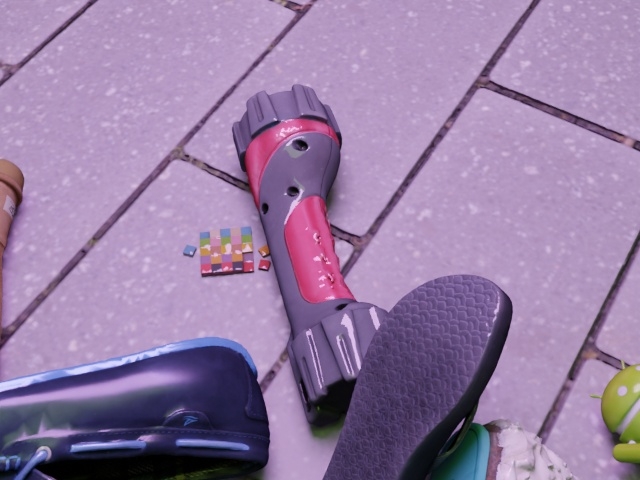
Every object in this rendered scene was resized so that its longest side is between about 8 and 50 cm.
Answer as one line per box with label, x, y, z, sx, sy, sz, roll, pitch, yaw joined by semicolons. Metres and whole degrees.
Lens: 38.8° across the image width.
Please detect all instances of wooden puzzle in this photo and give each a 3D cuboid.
wooden puzzle;-0.087;0.010;0.854;0.083;0.006;0.049;-5;55;-3

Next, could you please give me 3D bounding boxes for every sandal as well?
sandal;0.063;0.138;0.669;0.097;0.054;0.254;37;104;46

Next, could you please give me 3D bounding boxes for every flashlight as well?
flashlight;0.000;0.000;0.803;0.103;0.103;0.304;-11;54;-12

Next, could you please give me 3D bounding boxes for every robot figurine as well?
robot figurine;0.273;0.144;0.718;0.115;0.067;0.101;38;64;24

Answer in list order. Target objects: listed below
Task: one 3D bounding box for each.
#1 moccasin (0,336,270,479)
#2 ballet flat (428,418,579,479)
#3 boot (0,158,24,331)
moccasin;-0.201;0.167;0.668;0.342;0.138;0.117;-18;61;-11
ballet flat;0.097;0.305;0.576;0.147;0.147;0.409;19;57;13
boot;-0.386;0.042;0.786;0.236;0.089;0.269;-1;56;0
